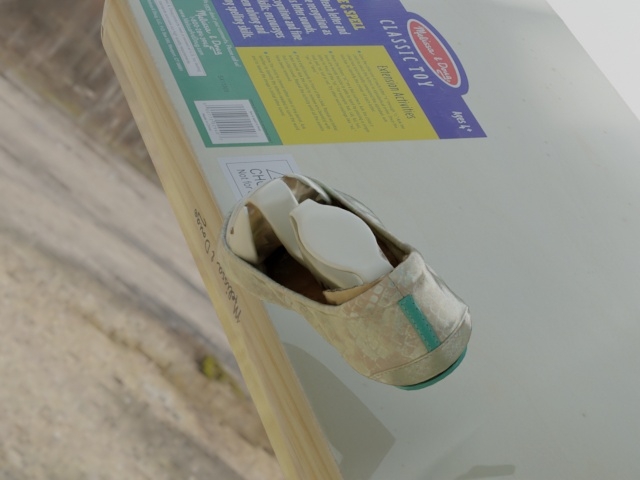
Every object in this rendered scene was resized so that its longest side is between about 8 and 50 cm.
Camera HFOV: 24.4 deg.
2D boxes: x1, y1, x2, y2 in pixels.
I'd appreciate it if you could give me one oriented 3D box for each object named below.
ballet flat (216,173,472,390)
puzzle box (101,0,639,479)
[{"bbox_3d":[0.000,0.000,0.542,0.168,0.057,0.052,30,-23,57],"label":"ballet flat"},{"bbox_3d":[0.068,-0.009,0.760,0.272,0.052,0.409,-4,44,-23],"label":"puzzle box"}]
